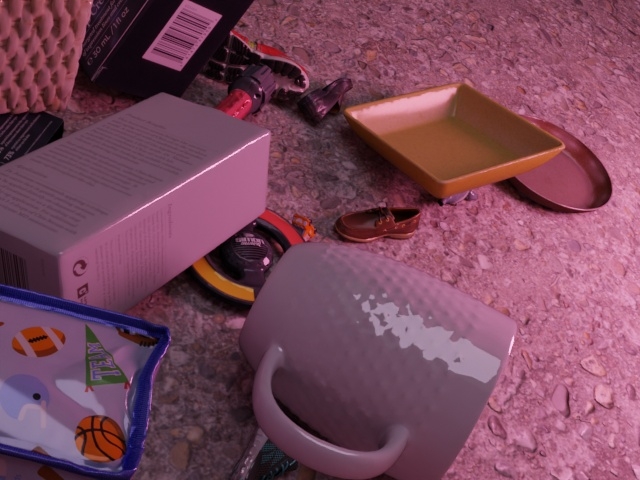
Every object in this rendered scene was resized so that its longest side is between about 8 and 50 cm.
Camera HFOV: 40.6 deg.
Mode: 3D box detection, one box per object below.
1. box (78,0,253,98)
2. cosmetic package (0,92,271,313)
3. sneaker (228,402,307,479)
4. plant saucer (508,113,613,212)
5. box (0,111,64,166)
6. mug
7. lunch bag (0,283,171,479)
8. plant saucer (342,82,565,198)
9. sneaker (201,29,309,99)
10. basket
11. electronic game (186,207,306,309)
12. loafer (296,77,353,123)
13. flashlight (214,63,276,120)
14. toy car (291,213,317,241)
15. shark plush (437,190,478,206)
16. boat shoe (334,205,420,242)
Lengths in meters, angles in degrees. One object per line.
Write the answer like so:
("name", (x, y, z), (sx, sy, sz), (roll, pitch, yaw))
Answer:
("box", (-0.349, -0.502, 1.606), (0.212, 0.293, 0.395), (9, 39, -54))
("cosmetic package", (-0.293, -0.052, 1.273), (0.230, 0.161, 0.453), (22, 37, 24))
("sneaker", (-0.067, 0.296, 1.171), (0.076, 0.065, 0.166), (33, 43, -1))
("plant saucer", (0.516, -0.167, 1.963), (0.311, 0.050, 0.310), (16, 42, -15))
("box", (-0.527, -0.149, 1.329), (0.207, 0.108, 0.153), (23, 41, -5))
("mug", (0.049, 0.175, 1.185), (0.328, 0.276, 0.374), (29, 34, 6))
("lunch bag", (-0.391, 0.208, 0.883), (0.386, 0.328, 0.239), (19, 38, -12))
("plant saucer", (0.263, -0.198, 1.760), (0.333, 0.081, 0.333), (-17, 40, -28))
("sneaker", (-0.154, -0.373, 1.790), (0.279, 0.107, 0.118), (27, 23, -7))
("basket", (-0.517, -0.378, 1.240), (0.328, 0.331, 0.266), (-11, 55, -37))
("electronic game", (-0.121, 0.020, 1.424), (0.229, 0.048, 0.229), (14, 44, -14))
("loafer", (0.019, -0.294, 1.822), (0.170, 0.062, 0.061), (-36, 93, -42))
("flashlight", (-0.177, -0.234, 1.603), (0.103, 0.103, 0.304), (6, 39, 27))
("toy car", (0.000, 0.000, 1.511), (0.122, 0.060, 0.040), (28, 72, 9))
("shark plush", (0.274, -0.113, 1.761), (0.161, 0.067, 0.073), (-23, 62, -42))
("boat shoe", (0.108, -0.039, 1.601), (0.178, 0.060, 0.064), (-3, 50, -31))
